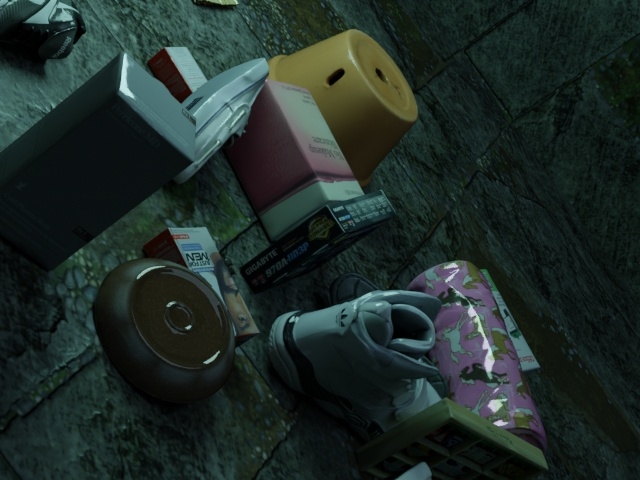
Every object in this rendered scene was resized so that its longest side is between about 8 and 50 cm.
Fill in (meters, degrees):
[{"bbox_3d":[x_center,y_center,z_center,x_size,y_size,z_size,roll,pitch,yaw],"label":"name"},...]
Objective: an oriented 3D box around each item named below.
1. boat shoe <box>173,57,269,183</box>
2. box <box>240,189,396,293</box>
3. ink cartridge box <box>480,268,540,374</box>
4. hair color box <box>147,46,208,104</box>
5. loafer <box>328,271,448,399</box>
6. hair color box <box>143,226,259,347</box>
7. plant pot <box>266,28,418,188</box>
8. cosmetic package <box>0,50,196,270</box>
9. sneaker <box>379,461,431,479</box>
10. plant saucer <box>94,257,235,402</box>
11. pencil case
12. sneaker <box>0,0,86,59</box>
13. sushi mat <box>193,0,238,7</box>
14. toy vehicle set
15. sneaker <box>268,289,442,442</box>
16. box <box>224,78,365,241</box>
[{"bbox_3d":[-0.152,-0.181,1.848,0.267,0.096,0.088,-52,122,-44],"label":"boat shoe"},{"bbox_3d":[0.000,0.000,1.865,0.051,0.175,0.220,58,25,6],"label":"box"},{"bbox_3d":[0.299,0.170,2.304,0.160,0.092,0.219,0,59,-61],"label":"ink cartridge box"},{"bbox_3d":[-0.205,-0.234,1.939,0.141,0.043,0.072,58,25,6],"label":"hair color box"},{"bbox_3d":[0.094,0.166,1.968,0.267,0.096,0.084,53,-17,-10],"label":"loafer"},{"bbox_3d":[-0.157,0.065,1.641,0.093,0.053,0.167,-3,63,-63],"label":"hair color box"},{"bbox_3d":[0.034,-0.238,2.195,0.291,0.203,0.291,41,27,-27],"label":"plant pot"},{"bbox_3d":[-0.265,-0.088,1.405,0.127,0.238,0.107,40,28,-29],"label":"cosmetic package"},{"bbox_3d":[0.076,0.391,1.617,0.290,0.106,0.123,-27,86,-54],"label":"sneaker"},{"bbox_3d":[-0.179,0.101,1.510,0.198,0.036,0.198,24,46,-27],"label":"plant saucer"},{"bbox_3d":[0.253,0.215,2.069,0.160,0.167,0.386,48,22,-46],"label":"pencil case"},{"bbox_3d":[-0.377,-0.286,1.645,0.106,0.078,0.234,51,22,-5],"label":"sneaker"},{"bbox_3d":[-0.263,-0.561,2.272,0.316,0.019,0.151,60,23,9],"label":"sushi mat"},{"bbox_3d":[0.199,0.325,1.832,0.267,0.166,0.035,32,33,-42],"label":"toy vehicle set"},{"bbox_3d":[0.115,0.190,1.771,0.366,0.210,0.137,35,48,-36],"label":"sneaker"},{"bbox_3d":[-0.048,-0.125,1.991,0.148,0.127,0.232,1,58,-62],"label":"box"}]
